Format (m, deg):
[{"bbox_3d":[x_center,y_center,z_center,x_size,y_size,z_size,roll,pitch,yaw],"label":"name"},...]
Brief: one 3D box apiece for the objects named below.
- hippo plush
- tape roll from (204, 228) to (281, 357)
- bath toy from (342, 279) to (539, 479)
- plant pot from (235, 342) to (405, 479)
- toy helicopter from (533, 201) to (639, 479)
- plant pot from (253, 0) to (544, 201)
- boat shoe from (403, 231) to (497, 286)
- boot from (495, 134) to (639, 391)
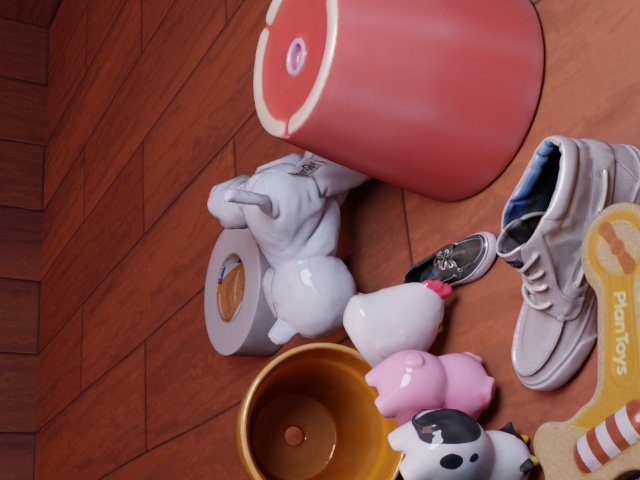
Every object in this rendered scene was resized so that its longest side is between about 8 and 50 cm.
[{"bbox_3d":[0.000,0.000,1.224,0.237,0.234,0.294,68,168,-8],"label":"hippo plush"},{"bbox_3d":[-0.116,0.080,1.490,0.219,0.072,0.219,-26,60,57],"label":"tape roll"},{"bbox_3d":[0.134,0.168,0.965,0.129,0.151,0.348,-34,40,9],"label":"bath toy"},{"bbox_3d":[-0.016,0.246,1.162,0.188,0.205,0.205,134,137,-68],"label":"plant pot"},{"bbox_3d":[0.265,0.138,0.728,0.235,0.140,0.355,-19,64,56],"label":"toy helicopter"},{"bbox_3d":[0.072,-0.191,1.043,0.275,0.243,0.275,-21,66,58],"label":"plant pot"},{"bbox_3d":[0.148,0.029,1.057,0.142,0.040,0.049,-40,50,51],"label":"boat shoe"},{"bbox_3d":[0.209,0.023,0.863,0.095,0.123,0.258,42,120,56],"label":"boot"}]
